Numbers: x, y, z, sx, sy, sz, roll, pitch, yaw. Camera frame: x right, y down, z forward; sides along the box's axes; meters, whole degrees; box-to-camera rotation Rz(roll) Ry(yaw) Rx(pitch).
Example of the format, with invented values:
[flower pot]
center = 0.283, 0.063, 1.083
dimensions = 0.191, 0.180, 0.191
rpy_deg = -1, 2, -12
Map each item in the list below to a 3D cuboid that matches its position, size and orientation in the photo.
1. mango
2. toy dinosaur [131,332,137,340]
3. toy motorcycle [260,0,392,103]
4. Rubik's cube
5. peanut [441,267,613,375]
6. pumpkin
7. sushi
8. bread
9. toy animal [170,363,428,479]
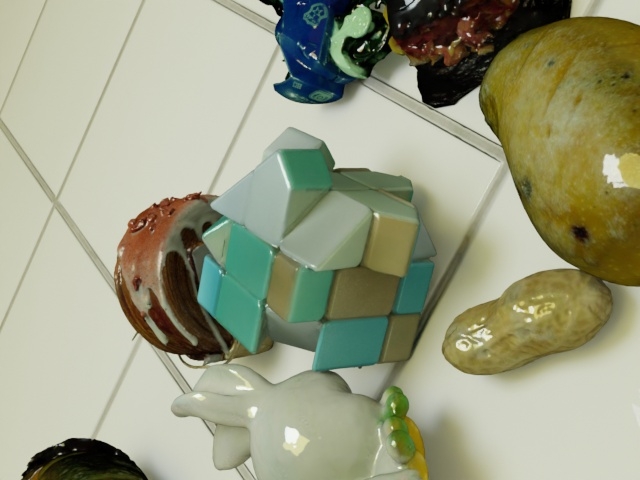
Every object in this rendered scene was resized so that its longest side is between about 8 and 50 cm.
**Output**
[mango]
center = 0.241, -0.090, 0.769
dimensions = 0.176, 0.175, 0.329
rpy_deg = -28, 34, 14
[toy dinosaur]
center = -0.229, 0.071, 1.355
dimensions = 0.180, 0.037, 0.058
rpy_deg = -56, 37, 19
[toy motorcycle]
center = -0.012, -0.300, 1.176
dimensions = 0.196, 0.125, 0.331
rpy_deg = -51, 47, 23
[Rubik's cube]
center = 0.000, 0.000, 0.972
dimensions = 0.265, 0.224, 0.213
rpy_deg = 33, 117, 48
[peanut]
center = 0.182, 0.076, 0.828
dimensions = 0.174, 0.080, 0.080
rpy_deg = -31, 54, 37
[pumpkin]
center = -0.321, 0.436, 1.206
dimensions = 0.320, 0.192, 0.320
rpy_deg = -21, 61, 42
[sushi]
center = 0.143, -0.245, 0.938
dimensions = 0.172, 0.150, 0.153
rpy_deg = -3, 74, 49
[bread]
center = -0.151, 0.046, 1.135
dimensions = 0.142, 0.212, 0.224
rpy_deg = -9, 71, 44
[toy animal]
center = -0.009, 0.255, 0.897
dimensions = 0.247, 0.183, 0.310
rpy_deg = -18, 61, 8
